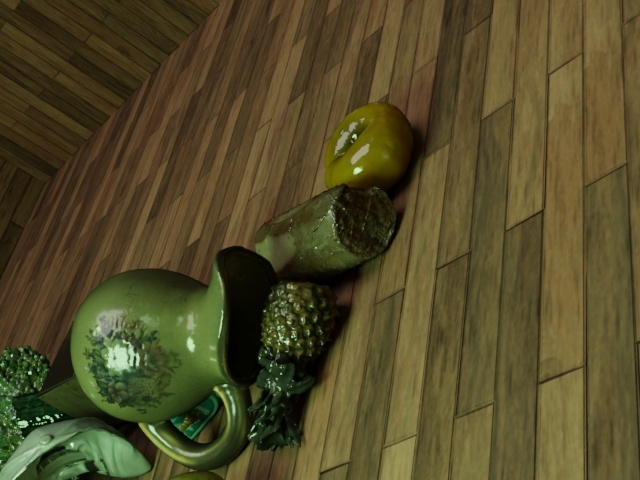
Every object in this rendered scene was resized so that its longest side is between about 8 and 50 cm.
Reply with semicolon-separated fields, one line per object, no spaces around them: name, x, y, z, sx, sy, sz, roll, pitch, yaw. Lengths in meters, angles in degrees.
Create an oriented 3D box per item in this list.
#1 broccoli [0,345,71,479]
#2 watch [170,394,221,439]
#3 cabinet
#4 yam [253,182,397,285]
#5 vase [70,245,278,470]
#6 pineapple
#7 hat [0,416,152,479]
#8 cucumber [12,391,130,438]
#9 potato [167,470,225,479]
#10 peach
broccoli;-0.621;0.398;2.028;0.334;0.272;0.324;-20;46;33
watch;-0.225;0.255;1.717;0.237;0.068;0.195;-51;22;23
cabinet;-0.369;0.220;1.779;0.215;0.148;0.175;-28;35;45
yam;0.001;-0.001;1.530;0.238;0.129;0.128;-24;22;47
vase;-0.204;0.193;1.517;0.302;0.330;0.241;-12;3;25
pineapple;-0.048;0.183;1.437;0.125;0.125;0.251;-18;55;55
hat;-0.469;0.401;1.761;0.257;0.168;0.301;-29;5;-24
cucumber;-0.459;0.323;1.886;0.063;0.243;0.115;112;145;-73
potato;-0.199;0.411;1.345;0.143;0.169;0.248;51;124;27
peach;0.075;-0.137;1.581;0.179;0.103;0.179;-46;26;30
